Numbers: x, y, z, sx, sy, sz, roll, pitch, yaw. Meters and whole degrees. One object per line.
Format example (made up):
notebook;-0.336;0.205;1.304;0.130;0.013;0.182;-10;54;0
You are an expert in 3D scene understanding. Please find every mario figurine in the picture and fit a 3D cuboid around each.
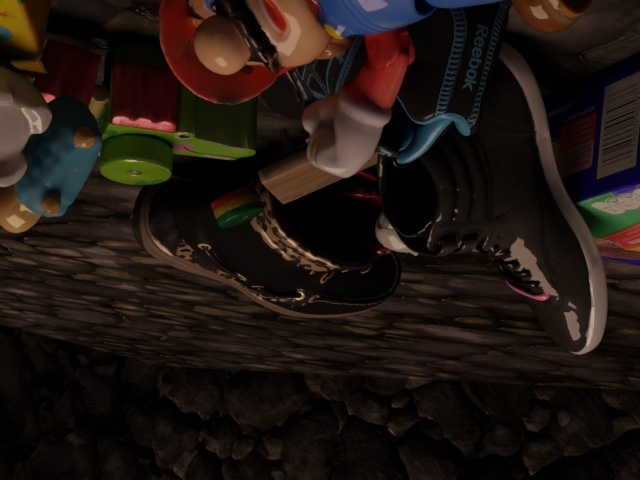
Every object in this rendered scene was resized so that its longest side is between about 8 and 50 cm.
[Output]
mario figurine;0.004;-0.146;0.904;0.170;0.198;0.320;1;172;-41

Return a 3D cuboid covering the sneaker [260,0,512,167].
sneaker;0.024;-0.123;1.113;0.125;0.139;0.341;9;170;-20

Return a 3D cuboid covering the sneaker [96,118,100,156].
sneaker;-0.273;-0.104;1.558;0.071;0.083;0.191;1;168;23

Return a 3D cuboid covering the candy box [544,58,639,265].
candy box;0.352;-0.046;1.325;0.317;0.122;0.268;11;168;-18

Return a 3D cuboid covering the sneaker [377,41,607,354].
sneaker;0.135;-0.004;1.233;0.104;0.147;0.296;20;139;55

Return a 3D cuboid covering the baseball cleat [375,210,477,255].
baseball cleat;0.163;-0.034;1.645;0.206;0.072;0.109;-9;141;-23

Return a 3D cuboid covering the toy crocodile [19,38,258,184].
toy crocodile;-0.215;-0.129;1.308;0.340;0.115;0.105;11;162;-16

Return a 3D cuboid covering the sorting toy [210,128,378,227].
sorting toy;0.017;-0.092;1.363;0.274;0.046;0.132;-23;171;4

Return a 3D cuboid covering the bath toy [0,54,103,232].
bath toy;-0.328;-0.103;1.095;0.129;0.151;0.348;42;-170;38

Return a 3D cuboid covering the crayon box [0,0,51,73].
crayon box;-0.300;-0.209;1.050;0.202;0.081;0.318;9;168;-3

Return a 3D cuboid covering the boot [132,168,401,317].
boot;0.000;0.000;1.783;0.377;0.138;0.284;21;163;-31
